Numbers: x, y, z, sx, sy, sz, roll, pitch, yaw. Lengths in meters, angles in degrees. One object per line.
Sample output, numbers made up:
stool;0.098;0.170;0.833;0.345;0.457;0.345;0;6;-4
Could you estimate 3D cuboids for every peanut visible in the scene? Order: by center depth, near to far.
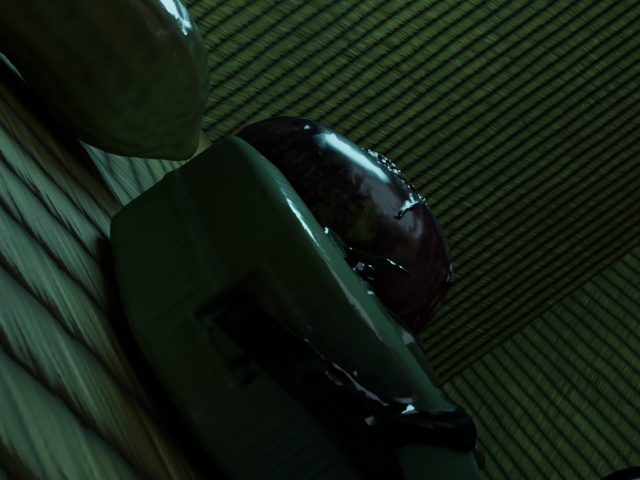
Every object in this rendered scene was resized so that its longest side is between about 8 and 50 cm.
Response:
peanut;-0.142;-0.138;0.500;0.123;0.124;0.256;54;-3;32

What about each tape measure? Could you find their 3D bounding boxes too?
tape measure;0.009;0.071;0.439;0.235;0.115;0.207;55;-3;-29

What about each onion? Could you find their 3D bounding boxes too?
onion;0.000;0.000;0.782;0.246;0.190;0.246;36;-10;7

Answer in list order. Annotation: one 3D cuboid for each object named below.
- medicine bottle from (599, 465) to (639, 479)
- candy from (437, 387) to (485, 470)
medicine bottle;0.361;0.415;0.844;0.242;0.243;0.395;54;18;-11
candy;0.078;0.179;0.976;0.234;0.104;0.102;55;-5;21
